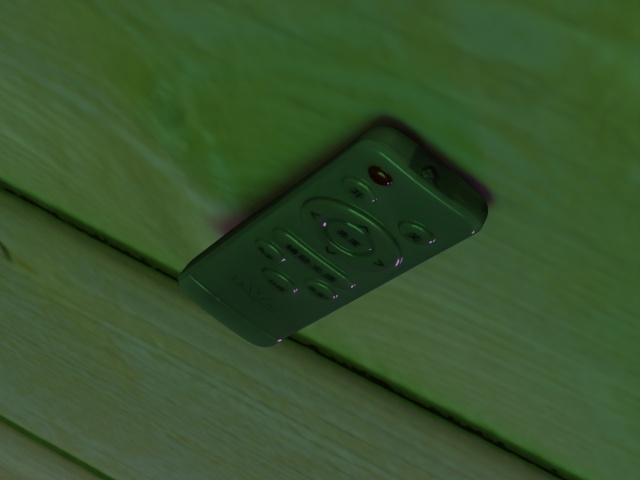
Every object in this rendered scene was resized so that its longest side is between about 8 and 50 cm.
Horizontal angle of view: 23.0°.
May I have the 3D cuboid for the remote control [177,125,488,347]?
[{"bbox_3d":[0.000,0.000,0.575,0.050,0.027,0.184,36,153,-12],"label":"remote control"}]
